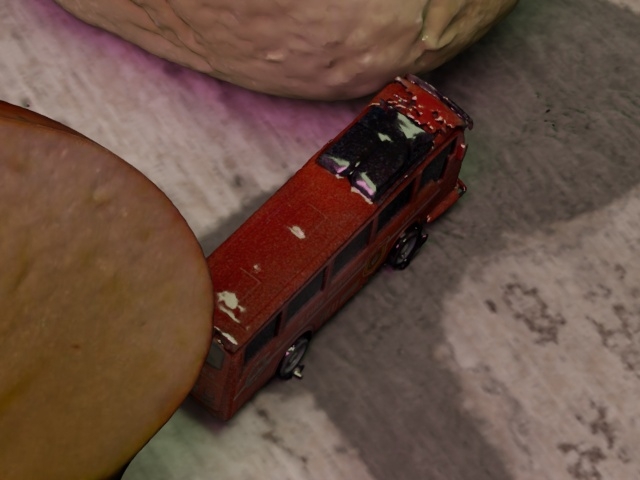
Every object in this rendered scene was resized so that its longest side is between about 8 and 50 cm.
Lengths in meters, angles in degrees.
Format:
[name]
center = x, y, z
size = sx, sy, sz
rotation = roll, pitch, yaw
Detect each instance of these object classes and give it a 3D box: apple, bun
[apple]
center = -0.222, 0.108, 0.784
size = 0.365, 0.295, 0.329
rotation = -2, 66, -39
[bun]
center = -0.024, -0.259, 1.151
size = 0.349, 0.227, 0.352
rotation = -5, 50, -6

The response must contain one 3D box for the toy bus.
[toy bus]
center = 0.000, 0.000, 1.056
size = 0.073, 0.096, 0.235
rotation = 36, 58, 14
